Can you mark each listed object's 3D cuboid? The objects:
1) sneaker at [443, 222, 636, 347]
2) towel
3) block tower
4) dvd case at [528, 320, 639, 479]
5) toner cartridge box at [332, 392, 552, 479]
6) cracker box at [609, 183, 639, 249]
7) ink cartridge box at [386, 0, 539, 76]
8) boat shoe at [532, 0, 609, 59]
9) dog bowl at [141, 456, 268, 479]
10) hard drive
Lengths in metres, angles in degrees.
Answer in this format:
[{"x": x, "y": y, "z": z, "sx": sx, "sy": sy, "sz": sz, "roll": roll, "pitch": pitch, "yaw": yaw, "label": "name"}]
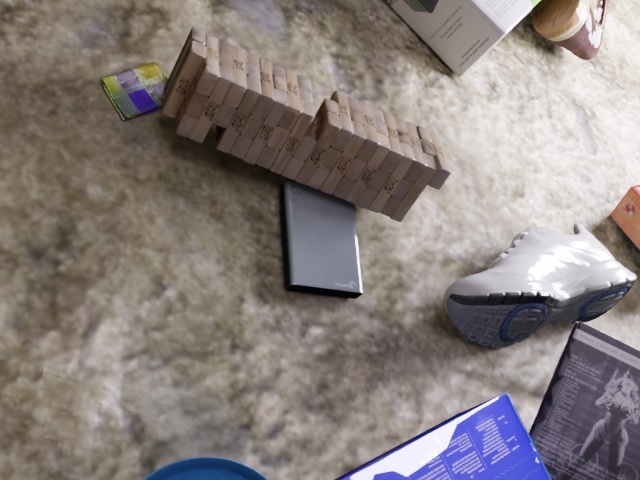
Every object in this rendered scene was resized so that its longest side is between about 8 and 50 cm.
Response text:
[{"x": 0.265, "y": 0.051, "z": 1.211, "sx": 0.297, "sy": 0.111, "sz": 0.129, "roll": -7, "pitch": 53, "yaw": -36, "label": "sneaker"}, {"x": -0.208, "y": -0.176, "z": 1.103, "sx": 0.083, "sy": 0.009, "sz": 0.060, "roll": -26, "pitch": 81, "yaw": -36, "label": "towel"}, {"x": -0.015, "y": -0.128, "z": 1.115, "sx": 0.335, "sy": 0.097, "sz": 0.091, "roll": 19, "pitch": 35, "yaw": -20, "label": "block tower"}, {"x": 0.336, "y": 0.229, "z": 1.120, "sx": 0.164, "sy": 0.018, "sz": 0.221, "roll": 26, "pitch": 79, "yaw": 1, "label": "dvd case"}, {"x": 0.122, "y": 0.276, "z": 0.943, "sx": 0.348, "sy": 0.075, "sz": 0.165, "roll": -9, "pitch": 71, "yaw": -53, "label": "toner cartridge box"}, {"x": 0.563, "y": -0.021, "z": 1.395, "sx": 0.232, "sy": 0.067, "sz": 0.156, "roll": -12, "pitch": 55, "yaw": -33, "label": "cracker box"}, {"x": 0.184, "y": -0.406, "z": 1.377, "sx": 0.273, "sy": 0.115, "sz": 0.198, "roll": 46, "pitch": 52, "yaw": -1, "label": "ink cartridge box"}, {"x": 0.426, "y": -0.438, "z": 1.539, "sx": 0.123, "sy": 0.123, "sz": 0.342, "roll": 32, "pitch": 53, "yaw": -29, "label": "boat shoe"}, {"x": -0.102, "y": 0.346, "z": 0.830, "sx": 0.165, "sy": 0.074, "sz": 0.297, "roll": 0, "pitch": 63, "yaw": -10, "label": "dog bowl"}, {"x": 0.000, "y": 0.000, "z": 1.121, "sx": 0.094, "sy": 0.022, "sz": 0.135, "roll": 9, "pitch": 62, "yaw": -26, "label": "hard drive"}]
